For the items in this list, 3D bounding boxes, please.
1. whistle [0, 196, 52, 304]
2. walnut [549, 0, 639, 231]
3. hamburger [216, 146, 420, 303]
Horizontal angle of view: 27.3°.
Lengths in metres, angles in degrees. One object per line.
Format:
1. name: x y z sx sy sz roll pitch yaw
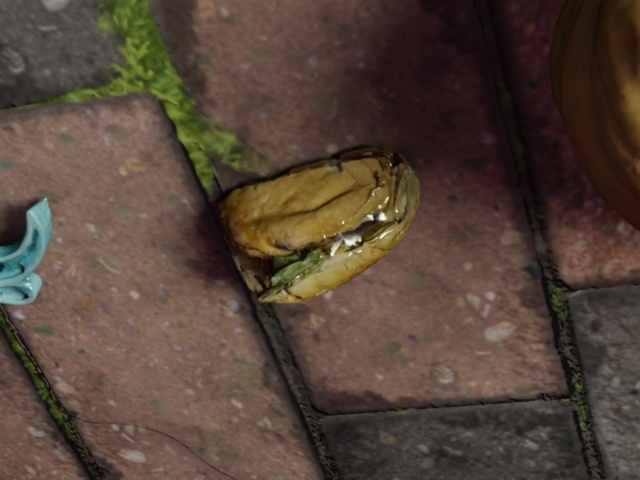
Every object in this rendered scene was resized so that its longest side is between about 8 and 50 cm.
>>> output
1. whistle: -0.320 0.019 1.104 0.186 0.093 0.274 11 129 4
2. walnut: 0.305 -0.111 0.713 0.343 0.306 0.306 15 134 -21
3. hamburger: -0.005 0.006 1.012 0.176 0.102 0.087 -14 139 23
